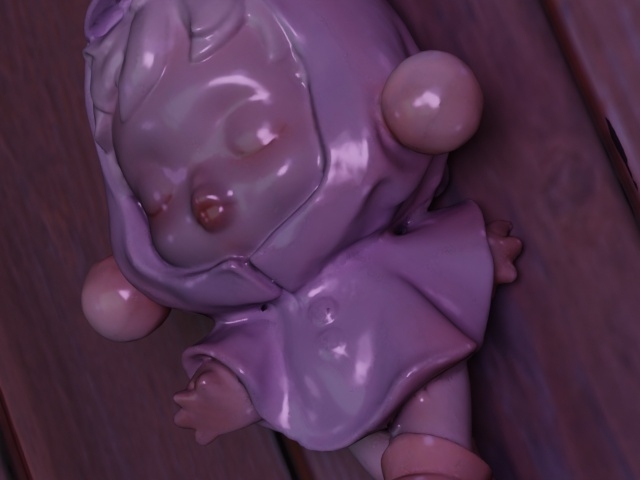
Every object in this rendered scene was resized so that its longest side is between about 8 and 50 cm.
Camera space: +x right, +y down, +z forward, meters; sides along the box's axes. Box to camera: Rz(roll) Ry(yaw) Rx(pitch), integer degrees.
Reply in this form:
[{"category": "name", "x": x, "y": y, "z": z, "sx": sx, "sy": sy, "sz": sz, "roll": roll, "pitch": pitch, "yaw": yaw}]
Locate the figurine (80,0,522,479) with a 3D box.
[{"category": "figurine", "x": 0.000, "y": -0.001, "z": 0.722, "sx": 0.200, "sy": 0.133, "sz": 0.276, "roll": -30, "pitch": 80, "yaw": 33}]
